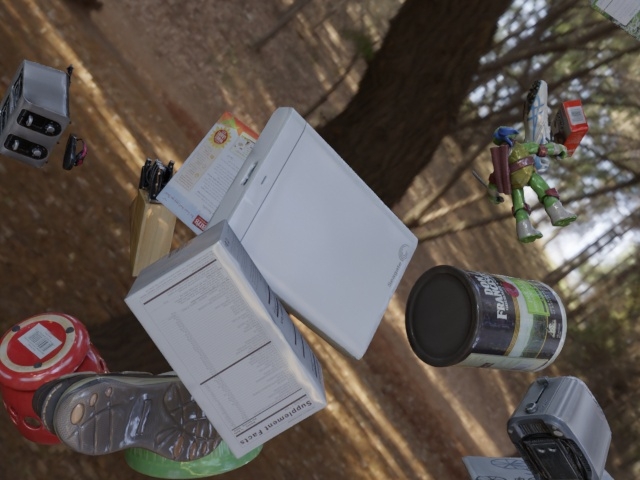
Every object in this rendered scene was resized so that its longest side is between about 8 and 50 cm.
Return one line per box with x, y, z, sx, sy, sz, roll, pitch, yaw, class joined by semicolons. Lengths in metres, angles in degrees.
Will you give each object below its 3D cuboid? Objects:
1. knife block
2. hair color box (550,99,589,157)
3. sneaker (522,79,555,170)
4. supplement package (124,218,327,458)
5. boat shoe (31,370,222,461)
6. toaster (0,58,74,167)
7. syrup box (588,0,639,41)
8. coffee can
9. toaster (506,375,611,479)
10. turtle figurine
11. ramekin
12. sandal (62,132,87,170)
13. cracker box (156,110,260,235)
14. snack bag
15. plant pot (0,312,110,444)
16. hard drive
-0.421;-0.065;2.127;0.242;0.088;0.276;144;-55;-58;knife block
0.674;-0.301;2.262;0.167;0.053;0.093;88;-8;-69;hair color box
0.555;-0.292;2.098;0.085;0.086;0.237;-74;165;-62;sneaker
-0.112;0.120;1.036;0.244;0.139;0.134;58;4;-13;supplement package
-0.273;0.247;1.244;0.130;0.132;0.355;15;-7;35;boat shoe
-0.616;-0.282;1.789;0.110;0.168;0.186;18;42;-34;toaster
0.684;-0.474;1.733;0.236;0.093;0.096;32;33;-8;syrup box
0.340;0.166;1.704;0.275;0.202;0.201;10;30;-37;coffee can
0.444;0.355;1.505;0.227;0.129;0.146;56;46;-16;toaster
0.500;-0.136;1.962;0.275;0.197;0.266;73;0;-71;turtle figurine
-0.279;0.387;1.810;0.303;0.303;0.148;-111;-161;-81;ramekin
-0.503;-0.185;1.705;0.040;0.067;0.179;19;11;-20;sandal
-0.199;-0.123;1.667;0.155;0.232;0.067;39;0;25;cracker box
0.473;0.514;1.733;0.342;0.322;0.037;3;89;-87;snack bag
-0.484;0.240;1.481;0.191;0.191;0.174;54;-19;44;plant pot
0.000;0.000;1.256;0.047;0.233;0.353;9;-26;46;hard drive
